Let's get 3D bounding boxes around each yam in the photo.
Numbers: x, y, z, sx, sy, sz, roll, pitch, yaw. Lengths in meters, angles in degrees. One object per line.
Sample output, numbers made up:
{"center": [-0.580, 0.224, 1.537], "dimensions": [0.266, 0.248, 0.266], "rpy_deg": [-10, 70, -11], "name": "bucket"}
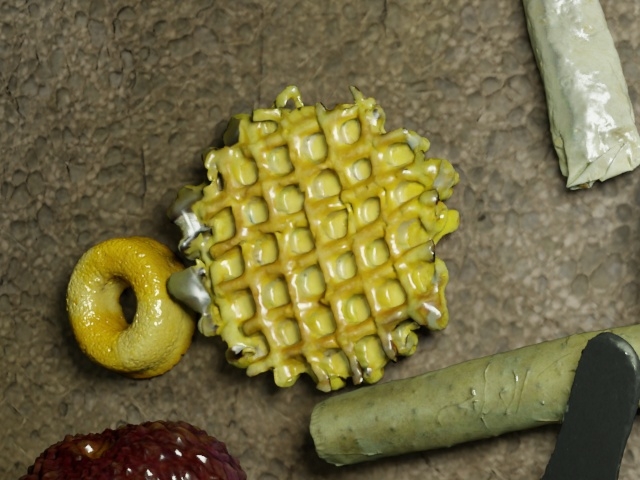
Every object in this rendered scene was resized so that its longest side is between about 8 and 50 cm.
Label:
{"center": [0.164, 0.140, 1.746], "dimensions": [0.371, 0.083, 0.083], "rpy_deg": [-14, 81, 27], "name": "yam"}

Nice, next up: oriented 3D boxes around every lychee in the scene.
{"center": [-0.168, 0.305, 1.838], "dimensions": [0.271, 0.271, 0.271], "rpy_deg": [-2, 86, 28], "name": "lychee"}

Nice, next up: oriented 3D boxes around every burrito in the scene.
{"center": [0.225, -0.182, 1.747], "dimensions": [0.082, 0.059, 0.275], "rpy_deg": [-19, 78, 19], "name": "burrito"}

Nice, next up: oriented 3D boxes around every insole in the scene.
{"center": [0.225, 0.220, 1.680], "dimensions": [0.110, 0.012, 0.309], "rpy_deg": [40, 127, 49], "name": "insole"}

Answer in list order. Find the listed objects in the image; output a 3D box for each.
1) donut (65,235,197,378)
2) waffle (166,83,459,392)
{"center": [-0.200, 0.068, 1.963], "dimensions": [0.152, 0.058, 0.152], "rpy_deg": [-3, 83, 29], "name": "donut"}
{"center": [-0.009, -0.003, 1.859], "dimensions": [0.329, 0.062, 0.329], "rpy_deg": [-1, 88, 29], "name": "waffle"}
